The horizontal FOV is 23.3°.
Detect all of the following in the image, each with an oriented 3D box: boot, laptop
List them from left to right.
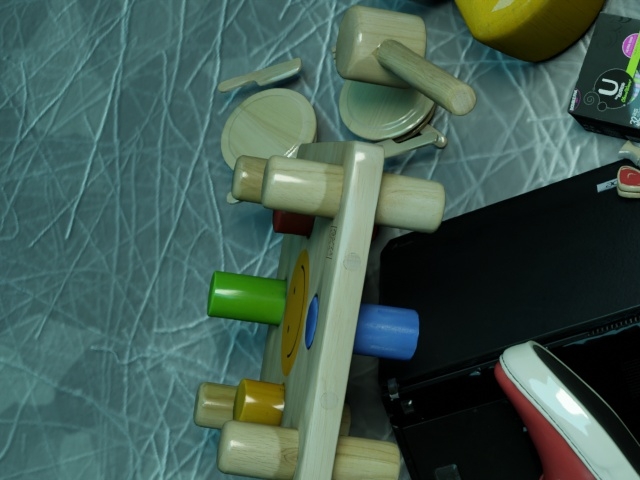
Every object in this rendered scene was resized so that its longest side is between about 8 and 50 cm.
[{"bbox_3d":[0.157,0.205,1.081,0.176,0.088,0.244,-36,91,16],"label":"boot"},{"bbox_3d":[0.177,0.100,1.180,0.234,0.136,0.264,-20,94,21],"label":"laptop"}]

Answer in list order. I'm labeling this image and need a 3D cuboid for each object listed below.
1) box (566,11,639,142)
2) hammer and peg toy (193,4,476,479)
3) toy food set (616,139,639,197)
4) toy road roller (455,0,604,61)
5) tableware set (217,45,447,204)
[{"bbox_3d":[0.236,-0.123,1.190,0.062,0.052,0.083,16,85,29],"label":"box"},{"bbox_3d":[0.000,0.000,1.126,0.127,0.266,0.361,9,92,-10],"label":"hammer and peg toy"},{"bbox_3d":[0.271,-0.040,1.142,0.122,0.019,0.078,17,48,21],"label":"toy food set"},{"bbox_3d":[0.175,-0.287,1.190,0.330,0.202,0.240,-29,77,22],"label":"toy road roller"},{"bbox_3d":[0.011,-0.098,1.304,0.194,0.039,0.128,-16,58,16],"label":"tableware set"}]
